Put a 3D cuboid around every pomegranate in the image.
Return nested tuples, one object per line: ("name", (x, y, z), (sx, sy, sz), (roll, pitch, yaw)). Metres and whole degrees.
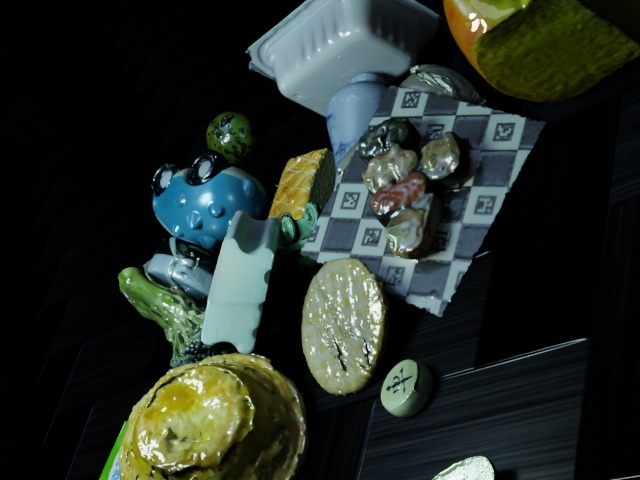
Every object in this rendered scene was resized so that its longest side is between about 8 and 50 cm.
("pomegranate", (-0.193, -0.233, 2.540), (0.122, 0.122, 0.161), (-46, -9, 19))

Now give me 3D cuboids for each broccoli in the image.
("broccoli", (-0.278, 0.146, 2.083), (0.304, 0.145, 0.165), (37, 124, 34))

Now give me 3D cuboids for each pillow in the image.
("pillow", (0.150, -0.185, 1.875), (0.169, 0.059, 0.255), (35, 85, 29))

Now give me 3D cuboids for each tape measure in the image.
("tape measure", (-0.247, 0.073, 2.194), (0.181, 0.182, 0.107), (-9, 52, 58))

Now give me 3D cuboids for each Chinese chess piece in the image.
("Chinese chess piece", (0.122, 0.211, 1.592), (0.084, 0.034, 0.084), (-41, 30, 30))

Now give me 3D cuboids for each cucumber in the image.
("cucumber", (0.181, 0.310, 1.385), (0.107, 0.035, 0.067), (-40, 49, 27))

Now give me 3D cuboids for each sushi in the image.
("sushi", (0.132, -0.092, 1.744), (0.320, 0.069, 0.339), (24, 82, 42))

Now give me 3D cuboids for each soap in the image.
("soap", (-0.135, 0.065, 1.944), (0.289, 0.095, 0.173), (-85, 8, -75))

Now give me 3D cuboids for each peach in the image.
("peach", (0.331, -0.375, 1.612), (0.242, 0.380, 0.306), (-25, 66, 44))

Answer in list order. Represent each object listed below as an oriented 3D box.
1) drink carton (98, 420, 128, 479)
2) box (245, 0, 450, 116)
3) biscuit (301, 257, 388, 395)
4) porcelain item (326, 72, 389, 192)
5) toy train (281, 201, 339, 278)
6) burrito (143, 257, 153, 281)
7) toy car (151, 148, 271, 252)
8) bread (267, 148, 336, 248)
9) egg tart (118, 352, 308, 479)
("drink carton", (-0.272, 0.398, 1.954), (0.271, 0.108, 0.161), (-19, 42, 51))
("box", (0.047, -0.339, 2.100), (0.336, 0.264, 0.106), (-31, 50, 40))
("biscuit", (0.035, 0.132, 1.743), (0.220, 0.033, 0.220), (-10, 77, 52))
("porcelain item", (0.076, -0.183, 2.005), (0.141, 0.141, 0.259), (-28, 46, 43))
("toy train", (0.001, 0.000, 1.945), (0.200, 0.083, 0.132), (-24, 80, 65))
("burrito", (-0.320, 0.035, 2.483), (0.226, 0.060, 0.087), (-33, 35, 38))
("toy car", (-0.236, -0.062, 2.316), (0.255, 0.188, 0.190), (-9, 60, 40))
("bread", (-0.035, -0.080, 2.134), (0.125, 0.068, 0.188), (-21, 43, 48))
("egg tart", (-0.179, 0.303, 1.756), (0.341, 0.129, 0.341), (-9, 48, 10))
